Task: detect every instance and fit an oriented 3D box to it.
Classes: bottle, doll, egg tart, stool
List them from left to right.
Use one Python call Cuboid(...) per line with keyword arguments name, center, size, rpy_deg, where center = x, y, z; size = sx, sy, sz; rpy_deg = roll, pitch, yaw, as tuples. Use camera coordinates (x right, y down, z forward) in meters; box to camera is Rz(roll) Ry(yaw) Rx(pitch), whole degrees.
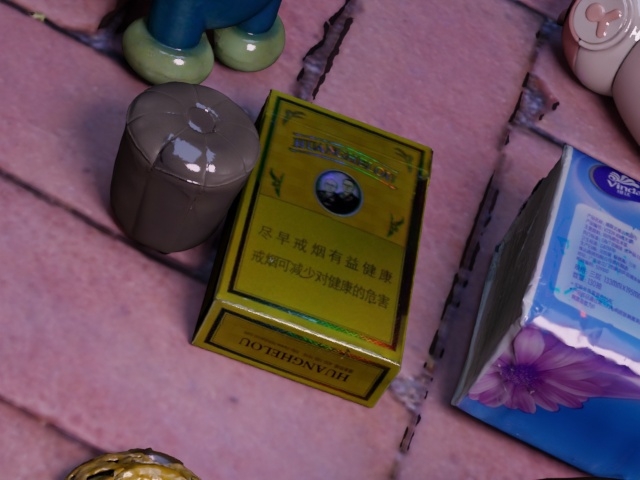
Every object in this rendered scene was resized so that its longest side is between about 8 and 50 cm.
Cuboid(name="egg tart", center=(-0.107, 0.180, 0.858), size=(0.130, 0.052, 0.130), rpy_deg=(13, 52, -17))
Cuboid(name="doll", center=(-0.126, -0.290, 1.148), size=(0.198, 0.186, 0.322), rpy_deg=(-23, 69, -38))
Cuboid(name="stool", center=(-0.100, -0.051, 1.010), size=(0.096, 0.110, 0.096), rpy_deg=(13, 47, -14))
Cuboid(name="bottle", center=(0.314, -0.151, 1.274), size=(0.147, 0.147, 0.236), rpy_deg=(-25, 59, -38))

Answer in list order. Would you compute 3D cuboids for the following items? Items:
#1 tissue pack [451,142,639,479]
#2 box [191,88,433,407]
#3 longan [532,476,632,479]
Cuboid(name="tissue pack", center=(0.251, 0.084, 1.040), size=(0.263, 0.146, 0.198), rpy_deg=(26, 45, -2))
Cuboid(name="box", center=(0.000, 0.000, 1.049), size=(0.141, 0.064, 0.220), rpy_deg=(20, 46, -8))
Cuboid(name="longan", center=(0.158, 0.270, 0.766), size=(0.297, 0.297, 0.297), rpy_deg=(13, 49, -15))
